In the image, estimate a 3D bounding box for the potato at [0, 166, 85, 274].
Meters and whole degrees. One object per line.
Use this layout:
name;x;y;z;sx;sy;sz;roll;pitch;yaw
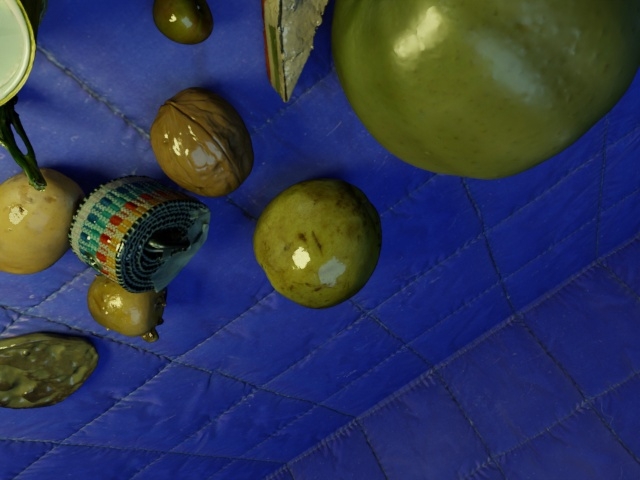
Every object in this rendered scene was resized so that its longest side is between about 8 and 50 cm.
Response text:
potato;-0.513;-0.025;0.844;0.150;0.146;0.233;33;116;-17

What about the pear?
pear;0.000;0.000;1.106;0.304;0.303;0.303;-19;143;-15

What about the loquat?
loquat;-0.423;0.141;1.065;0.149;0.204;0.172;-42;-171;-39

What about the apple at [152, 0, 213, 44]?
apple;-0.204;-0.336;0.717;0.075;0.089;0.090;-34;147;30

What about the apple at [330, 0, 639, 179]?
apple;0.239;-0.329;0.756;0.474;0.473;0.473;-19;143;-15

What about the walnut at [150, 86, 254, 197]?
walnut;-0.209;-0.171;0.857;0.168;0.167;0.207;-30;142;0

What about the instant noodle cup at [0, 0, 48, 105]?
instant noodle cup;-0.442;-0.273;0.532;0.265;0.200;0.264;-19;144;-15

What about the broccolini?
broccolini;-0.443;-0.158;0.684;0.074;0.201;0.058;-36;165;-17

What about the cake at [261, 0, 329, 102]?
cake;-0.069;-0.351;0.797;0.117;0.086;0.220;4;132;-39

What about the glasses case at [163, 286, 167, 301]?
glasses case;-0.407;0.150;1.214;0.034;0.023;0.083;-6;137;-32

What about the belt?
belt;-0.333;-0.010;0.912;0.206;0.150;0.257;-61;166;7

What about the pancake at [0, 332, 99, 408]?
pancake;-0.704;0.322;1.190;0.295;0.049;0.294;-19;139;-17
